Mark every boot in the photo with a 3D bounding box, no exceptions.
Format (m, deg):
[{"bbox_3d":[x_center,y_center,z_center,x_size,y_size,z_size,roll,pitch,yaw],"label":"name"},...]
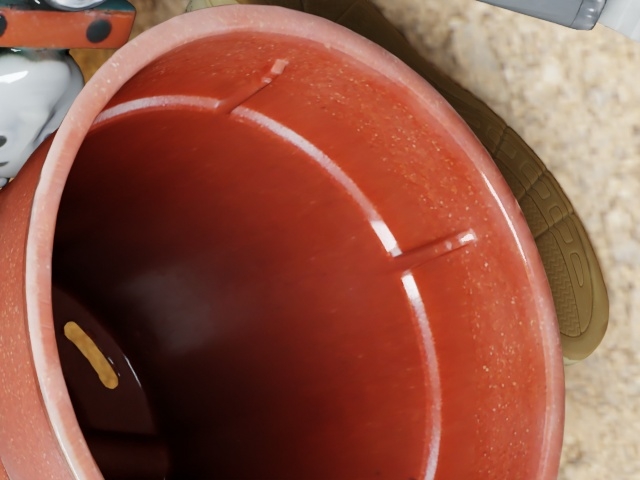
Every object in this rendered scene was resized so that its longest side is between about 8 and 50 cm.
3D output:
[{"bbox_3d":[0.000,0.000,0.999,0.262,0.095,0.203,44,129,-1],"label":"boot"}]

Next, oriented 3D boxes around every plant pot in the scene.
[{"bbox_3d":[-0.081,0.069,0.877,0.265,0.272,0.272,-23,97,47],"label":"plant pot"}]

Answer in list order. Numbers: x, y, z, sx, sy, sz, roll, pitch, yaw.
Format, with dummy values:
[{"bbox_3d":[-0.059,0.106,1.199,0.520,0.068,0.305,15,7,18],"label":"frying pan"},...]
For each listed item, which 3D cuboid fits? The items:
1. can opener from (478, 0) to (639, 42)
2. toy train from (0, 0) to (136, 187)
[{"bbox_3d":[0.109,-0.118,0.845,0.280,0.093,0.074,18,132,-5],"label":"can opener"},{"bbox_3d":[-0.205,-0.165,0.979,0.334,0.142,0.190,40,123,39],"label":"toy train"}]
